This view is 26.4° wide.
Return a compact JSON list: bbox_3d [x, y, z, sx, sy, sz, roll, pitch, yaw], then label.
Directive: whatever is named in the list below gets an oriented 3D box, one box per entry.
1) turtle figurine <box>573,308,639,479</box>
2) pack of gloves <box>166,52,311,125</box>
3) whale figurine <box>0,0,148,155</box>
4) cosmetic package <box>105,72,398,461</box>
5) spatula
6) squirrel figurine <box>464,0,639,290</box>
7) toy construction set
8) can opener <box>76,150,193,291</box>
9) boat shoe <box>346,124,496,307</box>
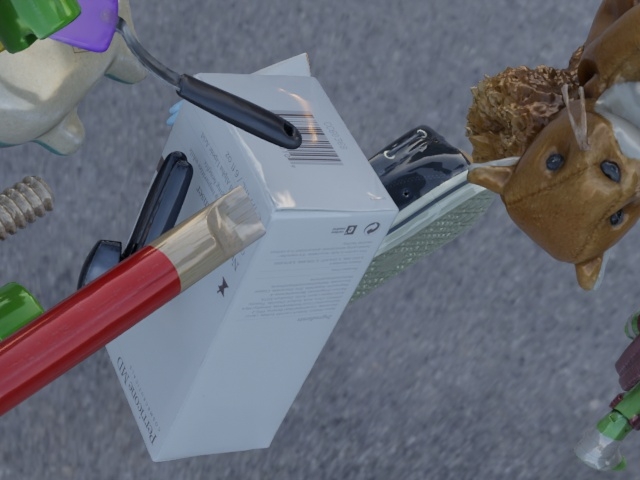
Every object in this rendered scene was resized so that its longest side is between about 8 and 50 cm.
[{"bbox_3d":[0.415,0.157,1.497,0.198,0.266,0.274,29,19,9],"label":"turtle figurine"},{"bbox_3d":[-0.119,-0.146,1.888,0.232,0.046,0.195,-13,73,22],"label":"pack of gloves"},{"bbox_3d":[-0.289,-0.182,1.331,0.272,0.141,0.216,-24,98,-55],"label":"whale figurine"},{"bbox_3d":[-0.092,0.034,1.451,0.156,0.385,0.217,-1,44,-34],"label":"cosmetic package"},{"bbox_3d":[-0.135,-0.150,1.171,0.296,0.030,0.084,29,45,-29],"label":"spatula"},{"bbox_3d":[0.323,-0.121,1.492,0.281,0.397,0.370,41,72,-9],"label":"squirrel figurine"},{"bbox_3d":[-0.135,-0.105,0.577,0.237,0.257,0.309,-34,82,-29],"label":"toy construction set"},{"bbox_3d":[-0.171,-0.001,1.339,0.073,0.186,0.059,18,24,-36],"label":"can opener"},{"bbox_3d":[0.000,0.000,1.814,0.500,0.187,0.156,-30,70,-18],"label":"boat shoe"}]
